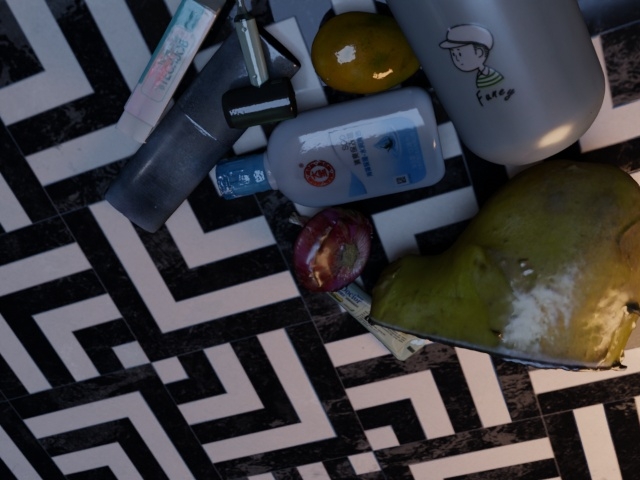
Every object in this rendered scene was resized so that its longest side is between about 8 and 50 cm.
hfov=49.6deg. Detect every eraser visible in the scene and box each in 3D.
[{"bbox_3d":[-0.211,-0.251,0.979,0.052,0.096,0.225,30,118,-16],"label":"eraser"}]

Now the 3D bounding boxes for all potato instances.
[{"bbox_3d":[0.289,0.020,1.042,0.397,0.290,0.296,12,93,42],"label":"potato"}]

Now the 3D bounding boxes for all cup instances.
[{"bbox_3d":[0.221,-0.260,0.867,0.205,0.205,0.312,-26,114,19],"label":"cup"}]

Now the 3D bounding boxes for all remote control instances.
[{"bbox_3d":[-0.188,-0.163,1.056,0.107,0.044,0.377,36,116,-20],"label":"remote control"}]

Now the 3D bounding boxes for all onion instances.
[{"bbox_3d":[0.000,0.000,1.104,0.140,0.150,0.150,32,128,36],"label":"onion"}]

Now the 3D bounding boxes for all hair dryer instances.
[{"bbox_3d":[-0.099,-0.254,0.947,0.100,0.057,0.198,-9,113,8],"label":"hair dryer"}]

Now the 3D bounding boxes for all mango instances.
[{"bbox_3d":[0.068,-0.255,0.953,0.163,0.089,0.111,8,124,-11],"label":"mango"}]

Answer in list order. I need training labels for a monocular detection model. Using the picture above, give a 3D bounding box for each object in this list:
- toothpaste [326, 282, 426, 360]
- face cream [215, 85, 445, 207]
[{"bbox_3d":[0.078,0.120,1.193,0.255,0.037,0.067,40,111,-19],"label":"toothpaste"},{"bbox_3d":[0.009,-0.124,1.034,0.336,0.080,0.163,-11,127,11],"label":"face cream"}]
